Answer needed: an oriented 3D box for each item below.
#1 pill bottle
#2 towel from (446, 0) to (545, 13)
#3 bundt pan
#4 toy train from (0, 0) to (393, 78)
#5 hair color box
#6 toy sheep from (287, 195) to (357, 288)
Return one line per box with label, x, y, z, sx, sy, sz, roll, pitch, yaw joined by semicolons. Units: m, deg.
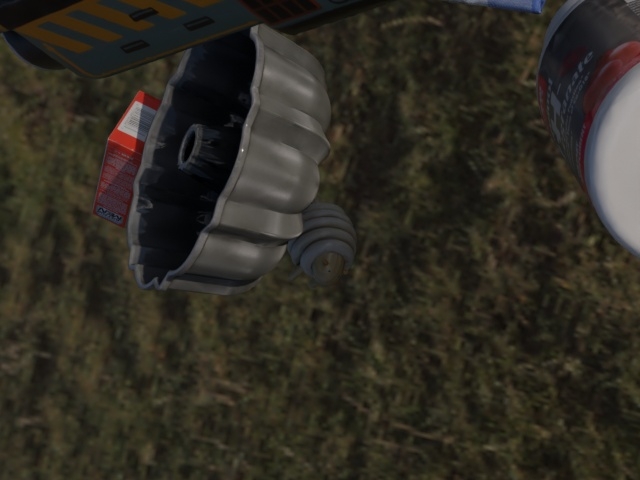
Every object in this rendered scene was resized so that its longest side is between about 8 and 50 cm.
pill bottle;0.271;-0.113;1.134;0.176;0.176;0.318;-58;13;18
towel;0.120;-0.351;1.430;0.285;0.034;0.209;17;96;32
bundt pan;-0.092;-0.086;1.553;0.331;0.124;0.330;-45;36;46
toy train;-0.094;-0.174;0.734;0.334;0.190;0.142;-12;52;42
hair color box;-0.241;-0.101;1.800;0.093;0.053;0.167;-64;1;-35
toy sheep;0.000;0.000;1.651;0.091;0.091;0.132;-44;44;34
